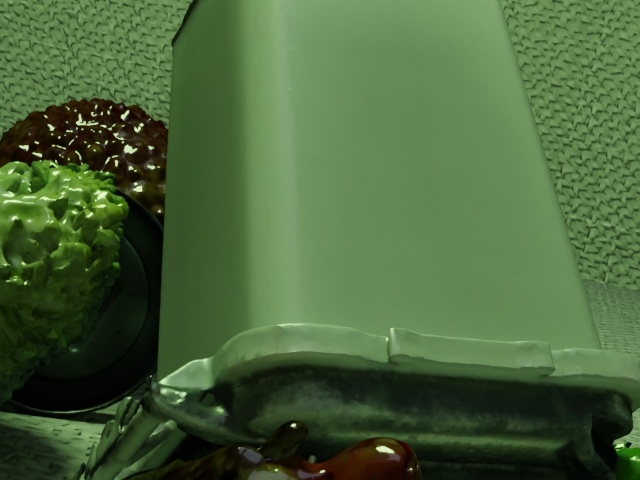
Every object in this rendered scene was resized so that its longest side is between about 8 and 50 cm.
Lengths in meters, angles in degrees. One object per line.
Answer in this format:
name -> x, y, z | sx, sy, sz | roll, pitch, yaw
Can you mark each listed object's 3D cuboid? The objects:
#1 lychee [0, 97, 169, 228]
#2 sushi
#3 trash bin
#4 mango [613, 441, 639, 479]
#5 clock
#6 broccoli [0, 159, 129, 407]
lychee -> -0.207, 0.003, 1.356 | 0.236, 0.236, 0.271 | 14, 35, 21
sushi -> -0.054, 0.154, 0.708 | 0.226, 0.097, 0.103 | -24, -33, 6
trash bin -> 0.000, 0.000, 0.956 | 0.296, 0.367, 0.256 | 5, -29, -21
mango -> 0.225, 0.189, 0.920 | 0.178, 0.100, 0.119 | 43, -30, -14
clock -> -0.198, 0.042, 1.211 | 0.185, 0.184, 0.040 | 10, 0, -19
broccoli -> -0.275, -0.056, 1.025 | 0.275, 0.397, 0.353 | 18, 1, 39
